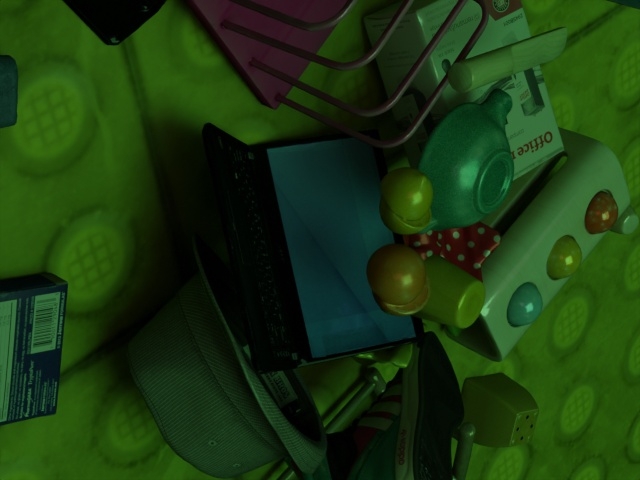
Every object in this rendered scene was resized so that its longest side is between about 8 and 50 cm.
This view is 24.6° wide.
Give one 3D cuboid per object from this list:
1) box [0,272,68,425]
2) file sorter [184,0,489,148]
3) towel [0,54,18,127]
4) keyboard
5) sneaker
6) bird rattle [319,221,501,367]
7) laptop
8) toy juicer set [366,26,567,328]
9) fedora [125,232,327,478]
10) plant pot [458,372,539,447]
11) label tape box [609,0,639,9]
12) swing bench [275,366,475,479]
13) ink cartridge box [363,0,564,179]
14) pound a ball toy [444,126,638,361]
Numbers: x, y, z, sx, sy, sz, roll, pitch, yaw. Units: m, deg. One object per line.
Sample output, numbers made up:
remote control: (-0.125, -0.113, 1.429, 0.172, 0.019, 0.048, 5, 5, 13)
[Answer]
box: (-0.330, 0.109, 1.298, 0.225, 0.036, 0.136, -9, 115, -45)
file sorter: (0.014, -0.246, 1.339, 0.202, 0.182, 0.291, -56, 148, -11)
towel: (-0.308, -0.121, 1.216, 0.119, 0.029, 0.067, -10, 116, -43)
keyboard: (-0.201, -0.259, 1.268, 0.100, 0.038, 0.192, -37, 138, 4)
sneaker: (0.055, 0.220, 1.592, 0.124, 0.178, 0.295, 61, 22, -21)
bird rattle: (0.081, 0.019, 1.600, 0.253, 0.143, 0.207, -47, 120, -24)
laptop: (0.000, 0.000, 1.432, 0.264, 0.136, 0.234, 22, 54, -79)
toy juicer set: (0.120, -0.074, 1.436, 0.209, 0.089, 0.329, 5, 106, -55)
fedora: (-0.105, 0.137, 1.446, 0.124, 0.244, 0.275, -30, 141, 5)
plant pot: (0.236, 0.228, 1.910, 0.081, 0.083, 0.081, -3, 111, -46)
label tape box: (0.406, -0.403, 1.659, 0.333, 0.240, 0.106, -40, 134, -26)
swing bench: (0.066, 0.340, 1.734, 0.253, 0.165, 0.255, -44, 140, -23)
ink cartridge box: (0.157, -0.165, 1.583, 0.158, 0.092, 0.218, -30, 110, -34)
pound a ball toy: (0.289, 0.015, 1.822, 0.319, 0.135, 0.208, -47, 136, -19)
